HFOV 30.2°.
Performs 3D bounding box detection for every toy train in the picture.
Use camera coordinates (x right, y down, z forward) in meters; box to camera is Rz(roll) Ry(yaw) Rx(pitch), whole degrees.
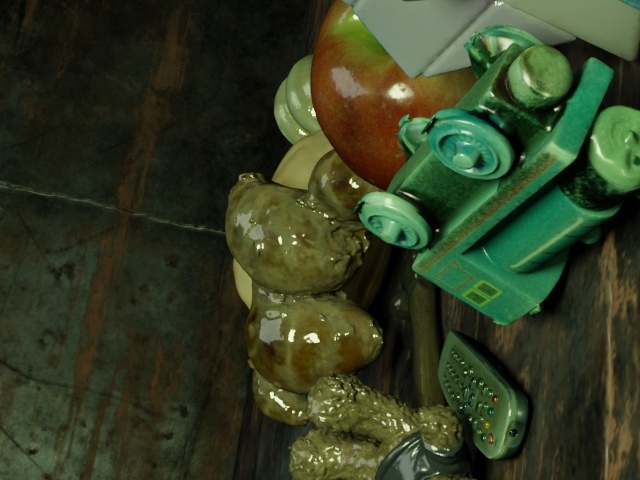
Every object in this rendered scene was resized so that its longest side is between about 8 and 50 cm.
[{"bbox_3d":[0.154,-0.046,0.971,0.120,0.194,0.298,-60,5,-26],"label":"toy train"}]

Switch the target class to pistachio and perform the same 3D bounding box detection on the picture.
[{"bbox_3d":[0.000,0.000,1.725,0.238,0.229,0.321,16,88,46],"label":"pistachio"}]

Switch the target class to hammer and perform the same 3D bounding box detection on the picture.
[{"bbox_3d":[0.123,0.166,1.320,0.440,0.044,0.168,-89,13,-48],"label":"hammer"}]

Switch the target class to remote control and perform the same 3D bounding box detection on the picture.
[{"bbox_3d":[0.155,0.144,1.154,0.222,0.042,0.072,-119,41,-74],"label":"remote control"}]

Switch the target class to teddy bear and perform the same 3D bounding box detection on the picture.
[{"bbox_3d":[0.087,0.221,1.136,0.251,0.129,0.182,40,134,39],"label":"teddy bear"}]

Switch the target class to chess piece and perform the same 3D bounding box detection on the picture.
[{"bbox_3d":[0.053,-0.300,1.991,0.330,0.182,0.182,125,156,-53],"label":"chess piece"}]

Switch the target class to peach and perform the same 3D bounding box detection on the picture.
[{"bbox_3d":[0.107,-0.166,1.267,0.252,0.252,0.253,-168,90,-81],"label":"peach"}]

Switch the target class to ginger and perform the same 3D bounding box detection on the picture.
[{"bbox_3d":[-0.015,0.059,1.522,0.176,0.256,0.376,-6,-76,-59],"label":"ginger"}]

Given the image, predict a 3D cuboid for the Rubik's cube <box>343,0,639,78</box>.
[{"bbox_3d":[0.133,-0.341,0.943,0.368,0.387,0.358,-10,57,32],"label":"Rubik's cube"}]
